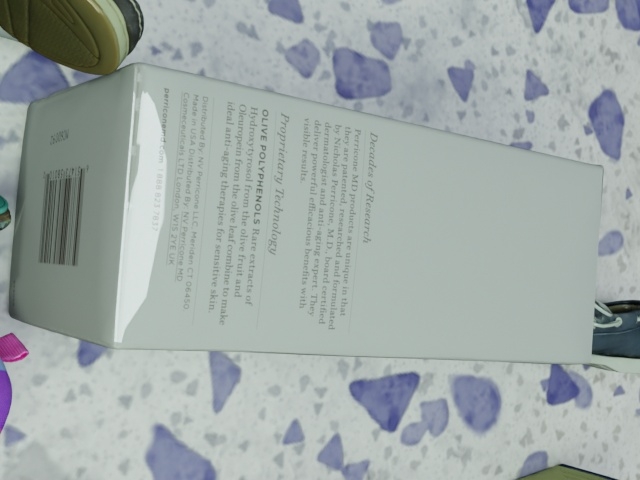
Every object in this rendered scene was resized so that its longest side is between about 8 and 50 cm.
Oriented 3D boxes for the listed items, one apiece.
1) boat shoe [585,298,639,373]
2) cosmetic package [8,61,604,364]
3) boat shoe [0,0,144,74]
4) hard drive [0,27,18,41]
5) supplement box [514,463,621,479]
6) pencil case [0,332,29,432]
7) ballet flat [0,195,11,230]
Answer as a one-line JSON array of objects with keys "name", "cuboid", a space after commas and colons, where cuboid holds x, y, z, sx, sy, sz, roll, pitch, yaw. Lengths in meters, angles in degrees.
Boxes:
[{"name": "boat shoe", "cuboid": [0.231, 0.077, 0.834, 0.255, 0.095, 0.079, 11, 87, -35]}, {"name": "cosmetic package", "cuboid": [0.000, 0.000, 0.617, 0.366, 0.197, 0.155, 6, 87, -36]}, {"name": "boat shoe", "cuboid": [-0.171, -0.173, 0.470, 0.224, 0.080, 0.073, 36, 56, 12]}, {"name": "hard drive", "cuboid": [-0.265, -0.248, 0.524, 0.308, 0.040, 0.202, 13, 84, -33]}, {"name": "supplement box", "cuboid": [0.234, 0.256, 0.846, 0.083, 0.083, 0.056, -7, 94, -34]}, {"name": "pencil case", "cuboid": [-0.274, 0.067, 0.455, 0.236, 0.105, 0.104, 26, 76, -48]}, {"name": "ballet flat", "cuboid": [-0.280, -0.016, 0.517, 0.189, 0.070, 0.070, 14, 83, -32]}]
